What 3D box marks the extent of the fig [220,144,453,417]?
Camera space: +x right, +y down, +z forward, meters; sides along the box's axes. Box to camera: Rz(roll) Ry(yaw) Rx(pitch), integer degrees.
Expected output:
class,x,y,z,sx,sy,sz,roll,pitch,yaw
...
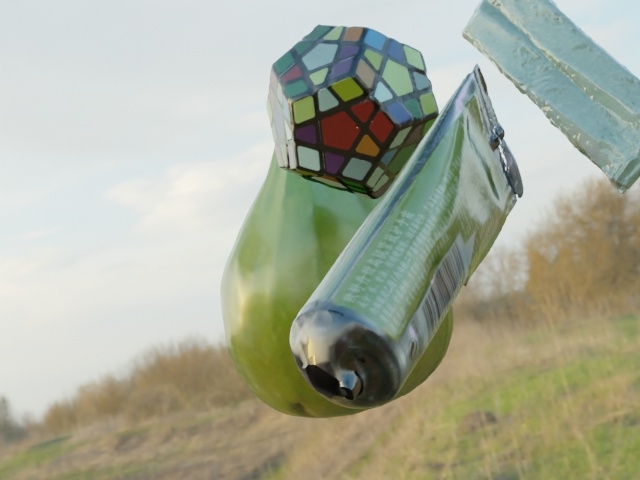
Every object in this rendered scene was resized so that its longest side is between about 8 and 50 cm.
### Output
class,x,y,z,sx,sy,sz,roll,pitch,yaw
fig,-0.012,0.028,1.002,0.233,0.314,0.233,-32,21,14

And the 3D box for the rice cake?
class,x,y,z,sx,sy,sz,roll,pitch,yaw
rice cake,0.215,-0.146,0.931,0.085,0.226,0.040,-47,-23,14

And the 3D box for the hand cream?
class,x,y,z,sx,sy,sz,roll,pitch,yaw
hand cream,0.052,0.000,0.535,0.055,0.086,0.235,-4,31,33

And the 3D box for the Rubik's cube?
class,x,y,z,sx,sy,sz,roll,pitch,yaw
Rubik's cube,0.022,-0.095,0.782,0.112,0.133,0.133,-10,-7,-12
